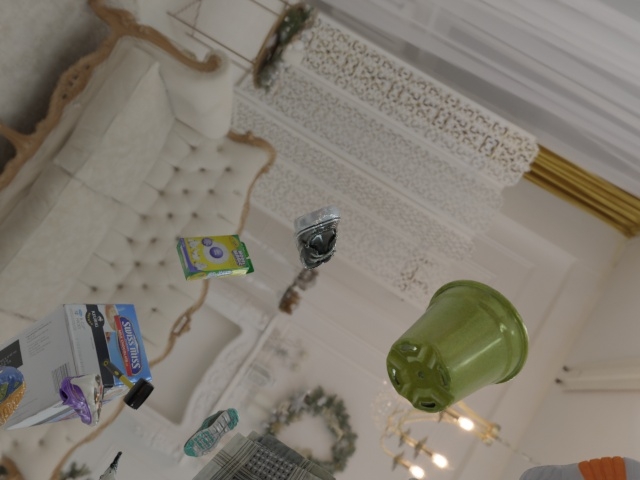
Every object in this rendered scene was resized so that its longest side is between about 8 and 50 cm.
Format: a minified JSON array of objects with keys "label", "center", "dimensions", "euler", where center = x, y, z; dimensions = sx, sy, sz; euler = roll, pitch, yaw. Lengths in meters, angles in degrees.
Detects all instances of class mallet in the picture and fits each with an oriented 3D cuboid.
[{"label":"mallet","center":[-0.425,0.303,1.378],"dimensions":[0.062,0.190,0.039],"euler":[-57,133,-21]}]

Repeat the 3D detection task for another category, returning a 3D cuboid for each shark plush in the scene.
[{"label":"shark plush","center":[-0.617,0.676,1.866],"dimensions":[0.067,0.073,0.161],"euler":[-114,-143,-74]}]

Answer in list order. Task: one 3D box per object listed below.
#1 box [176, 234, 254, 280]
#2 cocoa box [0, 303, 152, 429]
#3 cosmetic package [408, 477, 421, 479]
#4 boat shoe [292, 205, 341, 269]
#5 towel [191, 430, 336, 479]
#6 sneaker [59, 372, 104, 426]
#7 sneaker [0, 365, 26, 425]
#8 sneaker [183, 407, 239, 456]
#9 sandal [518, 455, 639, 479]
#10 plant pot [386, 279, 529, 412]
[{"label":"box","center":[-0.253,0.040,1.596],"dimensions":[0.179,0.105,0.043],"euler":[-4,145,-33]},{"label":"cocoa box","center":[-0.662,0.332,1.722],"dimensions":[0.347,0.231,0.228],"euler":[-29,160,28]},{"label":"cosmetic package","center":[0.335,0.866,1.581],"dimensions":[0.329,0.394,0.327],"euler":[-62,172,-65]},{"label":"boat shoe","center":[0.000,0.000,1.659],"dimensions":[0.121,0.119,0.335],"euler":[-17,170,-8]},{"label":"towel","center":[-0.171,0.639,1.663],"dimensions":[0.324,0.312,0.056],"euler":[-35,131,-42]},{"label":"sneaker","center":[-0.431,0.281,1.167],"dimensions":[0.170,0.071,0.068],"euler":[106,-13,-51]},{"label":"sneaker","center":[-0.530,0.230,0.812],"dimensions":[0.296,0.131,0.111],"euler":[-32,140,-42]},{"label":"sneaker","center":[-0.286,0.492,1.660],"dimensions":[0.166,0.065,0.076],"euler":[-32,-167,-37]},{"label":"sandal","center":[0.451,0.419,1.074],"dimensions":[0.265,0.076,0.102],"euler":[-23,-141,52]},{"label":"plant pot","center":[0.296,0.260,1.502],"dimensions":[0.254,0.276,0.276],"euler":[-23,150,-42]}]
